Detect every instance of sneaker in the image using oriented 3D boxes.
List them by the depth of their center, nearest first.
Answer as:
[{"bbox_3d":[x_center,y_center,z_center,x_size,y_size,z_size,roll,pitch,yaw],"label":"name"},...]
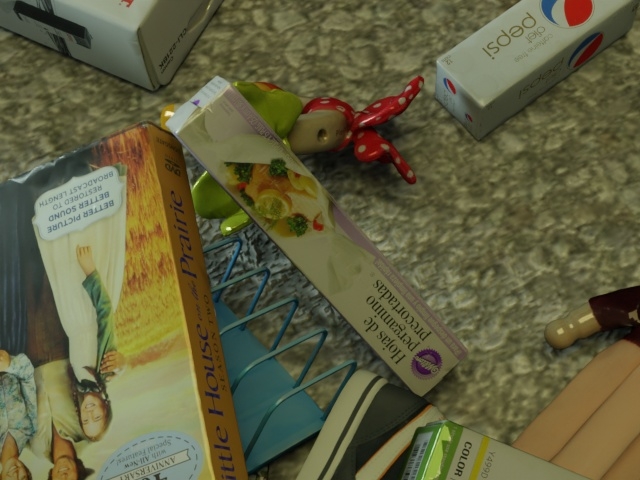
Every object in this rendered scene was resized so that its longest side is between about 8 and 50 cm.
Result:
[{"bbox_3d":[0.018,0.263,0.949,0.127,0.126,0.321,23,68,16],"label":"sneaker"}]

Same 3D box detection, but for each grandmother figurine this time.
[{"bbox_3d":[0.296,0.114,1.016,0.208,0.104,0.342,39,73,15],"label":"grandmother figurine"}]

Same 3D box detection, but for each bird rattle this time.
[{"bbox_3d":[-0.034,-0.116,1.119,0.253,0.143,0.207,-25,32,-39],"label":"bird rattle"}]

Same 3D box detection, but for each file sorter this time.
[{"bbox_3d":[-0.070,0.097,1.023,0.118,0.104,0.170,-23,61,-43],"label":"file sorter"}]

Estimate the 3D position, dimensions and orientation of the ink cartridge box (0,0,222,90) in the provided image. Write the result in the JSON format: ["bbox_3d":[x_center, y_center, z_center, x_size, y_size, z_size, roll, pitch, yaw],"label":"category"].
[{"bbox_3d":[-0.246,-0.306,1.249,0.272,0.114,0.197,24,67,13],"label":"ink cartridge box"}]

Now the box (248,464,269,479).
[{"bbox_3d":[-0.118,0.230,1.023,0.137,0.027,0.094,7,64,2],"label":"box"}]

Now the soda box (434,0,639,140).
[{"bbox_3d":[0.220,-0.199,1.193,0.216,0.069,0.074,-36,68,-13],"label":"soda box"}]

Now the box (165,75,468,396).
[{"bbox_3d":[0.000,0.000,1.001,0.063,0.067,0.324,-42,110,-1],"label":"box"}]

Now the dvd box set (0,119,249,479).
[{"bbox_3d":[-0.217,0.147,0.952,0.307,0.062,0.421,-20,68,19],"label":"dvd box set"}]

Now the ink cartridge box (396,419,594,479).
[{"bbox_3d":[0.165,0.264,0.858,0.255,0.097,0.189,22,77,-3],"label":"ink cartridge box"}]
